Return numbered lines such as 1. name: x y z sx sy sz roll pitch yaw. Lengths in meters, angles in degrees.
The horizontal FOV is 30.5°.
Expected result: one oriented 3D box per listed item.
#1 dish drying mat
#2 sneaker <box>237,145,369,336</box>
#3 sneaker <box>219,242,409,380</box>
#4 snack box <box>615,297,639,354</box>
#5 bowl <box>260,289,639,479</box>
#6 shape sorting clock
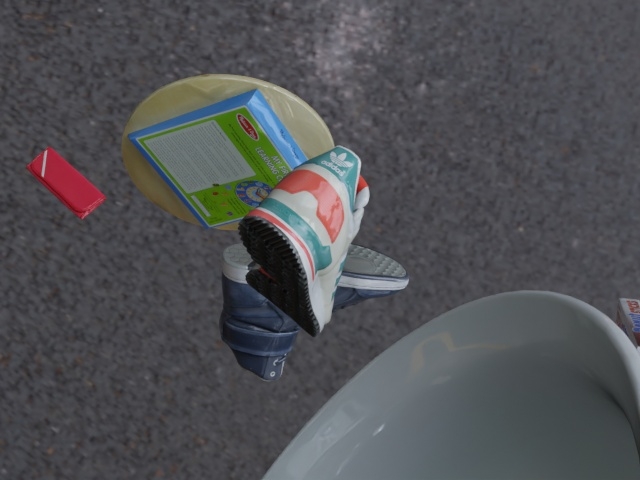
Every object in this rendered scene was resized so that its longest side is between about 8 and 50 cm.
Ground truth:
1. dish drying mat: -0.240 -0.055 1.103 0.032 0.083 0.008 -43 156 -18
2. sneaker: 0.000 0.000 0.649 0.075 0.057 0.161 -48 167 -13
3. sneaker: -0.012 0.088 1.419 0.226 0.086 0.163 3 117 -8
4. snack box: 0.256 0.096 0.955 0.178 0.022 0.064 -42 137 -77
5. bowl: 0.053 0.176 0.443 0.134 0.298 0.298 38 77 -16
6. shape sorting clock: -0.087 -0.082 1.127 0.206 0.206 0.040 50 35 -40
